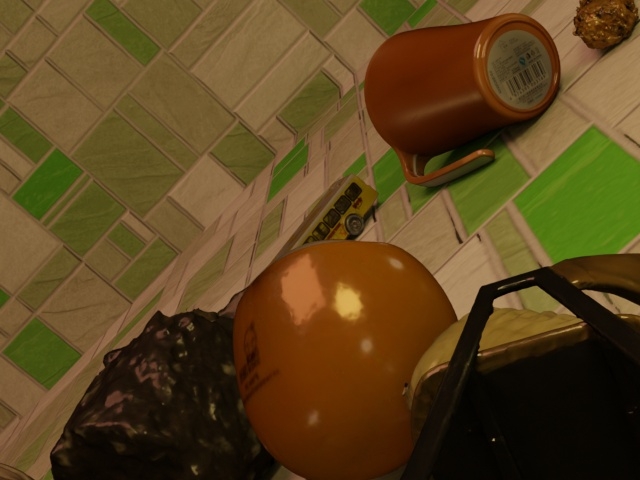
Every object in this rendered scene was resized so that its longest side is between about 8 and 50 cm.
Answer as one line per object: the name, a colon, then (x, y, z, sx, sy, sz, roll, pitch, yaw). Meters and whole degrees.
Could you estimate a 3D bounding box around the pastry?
pastry: (0.350, -0.277, 1.195, 0.080, 0.056, 0.140, -30, 14, 34)

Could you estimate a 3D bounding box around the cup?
cup: (0.183, -0.187, 1.286, 0.264, 0.182, 0.226, -2, 80, 65)

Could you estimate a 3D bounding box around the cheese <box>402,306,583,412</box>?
cheese: (0.140, 0.104, 0.641, 0.123, 0.094, 0.167, -41, 14, -16)

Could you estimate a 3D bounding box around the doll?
doll: (0.049, 0.099, 0.817, 0.213, 0.235, 0.214, 178, 90, -67)

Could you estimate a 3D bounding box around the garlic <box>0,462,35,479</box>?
garlic: (-0.347, 0.390, 1.005, 0.317, 0.259, 0.318, -170, 90, -86)

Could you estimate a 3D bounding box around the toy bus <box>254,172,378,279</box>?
toy bus: (0.000, 0.000, 1.478, 0.226, 0.074, 0.081, -51, 13, -20)

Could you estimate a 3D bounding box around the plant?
plant: (-0.142, 0.179, 1.084, 0.215, 0.213, 0.312, -40, 16, 40)

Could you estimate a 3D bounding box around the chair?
chair: (0.135, 0.107, 0.462, 0.172, 0.159, 0.247, -22, 16, 11)
